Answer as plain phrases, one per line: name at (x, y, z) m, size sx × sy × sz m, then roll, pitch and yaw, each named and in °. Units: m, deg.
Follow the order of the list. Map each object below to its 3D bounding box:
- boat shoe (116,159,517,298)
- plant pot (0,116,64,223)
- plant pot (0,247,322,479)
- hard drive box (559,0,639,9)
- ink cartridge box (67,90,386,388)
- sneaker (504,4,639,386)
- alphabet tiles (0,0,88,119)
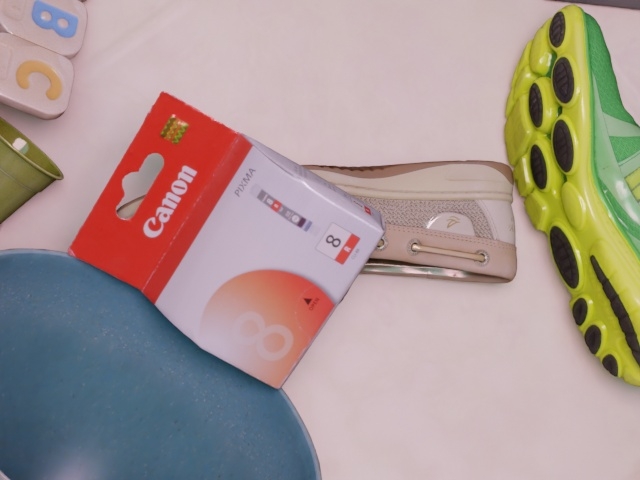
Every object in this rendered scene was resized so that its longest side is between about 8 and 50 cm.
boat shoe at (0.000, 0.000, 1.141) m, size 0.302 × 0.109 × 0.098 m, roll -3°, pitch 83°, yaw -11°
plant pot at (-0.247, -0.043, 1.140) m, size 0.083 × 0.083 × 0.079 m, roll 41°, pitch 93°, yaw 0°
plant pot at (-0.173, 0.173, 1.042) m, size 0.290 × 0.290 × 0.195 m, roll 36°, pitch 115°, yaw -1°
hard drive box at (0.300, -0.273, 1.207) m, size 0.232 × 0.089 × 0.181 m, roll 5°, pitch 83°, yaw -4°
ink cartridge box at (-0.066, 0.001, 1.070) m, size 0.179 × 0.045 × 0.145 m, roll 29°, pitch 109°, yaw -14°
sneaker at (0.230, -0.036, 1.179) m, size 0.123 × 0.109 × 0.295 m, roll -13°, pitch 83°, yaw -30°
alphabet tiles at (-0.294, -0.202, 1.098) m, size 0.278 × 0.021 × 0.284 m, roll 22°, pitch 53°, yaw -24°
